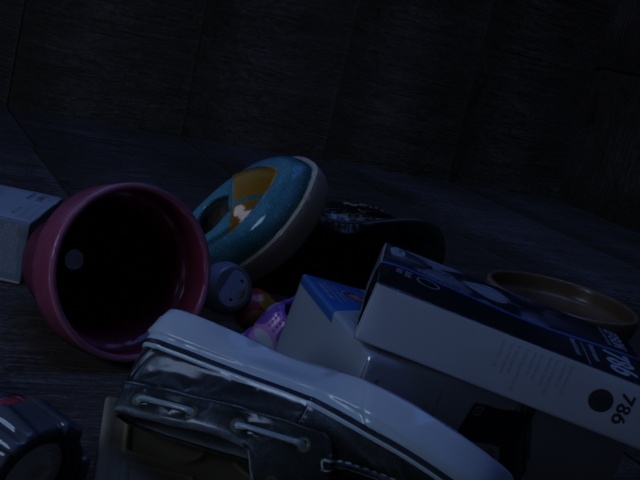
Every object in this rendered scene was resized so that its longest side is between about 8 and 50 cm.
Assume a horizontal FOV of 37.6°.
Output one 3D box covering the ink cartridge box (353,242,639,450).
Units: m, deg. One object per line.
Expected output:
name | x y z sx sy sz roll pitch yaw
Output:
ink cartridge box | 0.200 0.104 0.887 0.333 0.065 0.165 22 14 1

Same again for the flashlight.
flashlight | -0.324 0.125 0.765 0.304 0.103 0.103 26 51 30

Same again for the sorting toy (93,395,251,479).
sorting toy | -0.043 0.226 0.805 0.307 0.041 0.229 17 11 -14

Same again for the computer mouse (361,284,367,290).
computer mouse | 0.157 0.112 1.494 0.193 0.042 0.106 13 12 -3

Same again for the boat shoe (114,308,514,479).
boat shoe | -0.016 0.166 0.757 0.335 0.119 0.121 17 -23 27

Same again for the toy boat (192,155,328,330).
toy boat | -0.105 0.003 1.302 0.148 0.267 0.318 40 24 -31

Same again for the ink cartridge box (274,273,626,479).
ink cartridge box | 0.127 0.161 0.973 0.307 0.129 0.223 16 11 -22

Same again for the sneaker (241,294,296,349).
sneaker | -0.004 0.108 1.158 0.095 0.104 0.236 43 26 25

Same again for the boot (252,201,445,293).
boot | 0.000 0.000 1.608 0.378 0.138 0.284 -2 6 -6

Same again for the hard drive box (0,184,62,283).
hard drive box | -0.498 -0.027 1.300 0.232 0.089 0.181 13 12 -4

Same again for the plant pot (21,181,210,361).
plant pot | -0.258 0.032 1.107 0.201 0.201 0.180 4 0 -37

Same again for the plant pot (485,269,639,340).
plant pot | 0.362 0.134 1.461 0.237 0.109 0.237 13 12 -3
